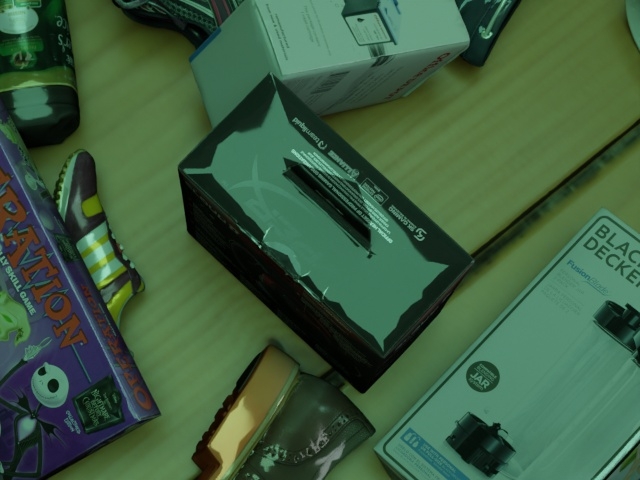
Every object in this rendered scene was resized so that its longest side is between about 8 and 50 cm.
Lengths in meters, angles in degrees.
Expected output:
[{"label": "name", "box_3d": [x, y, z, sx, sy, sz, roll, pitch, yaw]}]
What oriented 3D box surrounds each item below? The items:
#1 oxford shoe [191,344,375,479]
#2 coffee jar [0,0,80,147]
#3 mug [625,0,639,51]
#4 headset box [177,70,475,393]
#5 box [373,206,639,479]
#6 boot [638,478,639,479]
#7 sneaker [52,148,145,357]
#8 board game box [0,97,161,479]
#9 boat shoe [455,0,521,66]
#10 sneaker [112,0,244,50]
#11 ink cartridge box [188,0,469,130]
[{"label": "oxford shoe", "box_3d": [-0.082, 0.270, 1.627, 0.133, 0.130, 0.363, 32, 81, -4]}, {"label": "coffee jar", "box_3d": [-0.256, -0.175, 1.713, 0.079, 0.096, 0.184, -8, 81, -6]}, {"label": "mug", "box_3d": [0.360, -0.228, 1.743, 0.169, 0.113, 0.150, -29, 84, -10]}, {"label": "headset box", "box_3d": [0.000, 0.000, 1.592, 0.218, 0.293, 0.110, 43, 81, 6]}, {"label": "box", "box_3d": [0.204, 0.133, 1.655, 0.290, 0.087, 0.169, -44, 63, -9]}, {"label": "boot", "box_3d": [0.317, 0.265, 1.668, 0.152, 0.073, 0.197, 1, 79, -2]}, {"label": "sneaker", "box_3d": [-0.191, 0.015, 1.702, 0.084, 0.069, 0.185, 4, 86, -10]}, {"label": "board game box", "box_3d": [-0.297, 0.040, 1.655, 0.208, 0.056, 0.347, -31, 81, 16]}, {"label": "boat shoe", "box_3d": [0.195, -0.265, 1.749, 0.079, 0.095, 0.254, 41, 82, 7]}, {"label": "sneaker", "box_3d": [-0.160, -0.253, 1.688, 0.299, 0.121, 0.112, 33, 84, -17]}, {"label": "ink cartridge box", "box_3d": [0.007, -0.159, 1.666, 0.191, 0.139, 0.082, -16, 79, -31]}]
